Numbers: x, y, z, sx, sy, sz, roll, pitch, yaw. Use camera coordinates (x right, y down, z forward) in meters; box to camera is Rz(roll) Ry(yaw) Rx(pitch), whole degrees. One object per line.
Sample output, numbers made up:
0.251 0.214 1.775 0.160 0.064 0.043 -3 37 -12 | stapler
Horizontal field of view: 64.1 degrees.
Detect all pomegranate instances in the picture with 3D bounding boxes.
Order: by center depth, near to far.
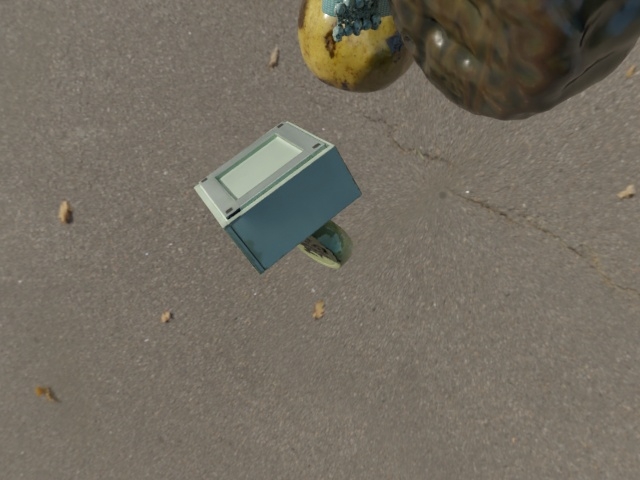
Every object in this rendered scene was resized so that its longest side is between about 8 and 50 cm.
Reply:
0.087 -0.461 1.116 0.280 0.281 0.282 1 96 13 | pomegranate

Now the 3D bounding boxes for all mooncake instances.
0.192 -0.271 0.547 0.161 0.290 0.290 -37 86 -11 | mooncake

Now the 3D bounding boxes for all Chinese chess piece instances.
0.000 0.000 1.073 0.144 0.144 0.059 33 72 8 | Chinese chess piece

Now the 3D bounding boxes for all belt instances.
0.094 -0.360 0.767 0.179 0.065 0.100 -11 52 -8 | belt

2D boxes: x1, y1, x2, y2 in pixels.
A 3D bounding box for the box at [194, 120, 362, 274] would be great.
-0.087 -0.094 0.923 0.225 0.225 0.117 -38 124 -7 | box
